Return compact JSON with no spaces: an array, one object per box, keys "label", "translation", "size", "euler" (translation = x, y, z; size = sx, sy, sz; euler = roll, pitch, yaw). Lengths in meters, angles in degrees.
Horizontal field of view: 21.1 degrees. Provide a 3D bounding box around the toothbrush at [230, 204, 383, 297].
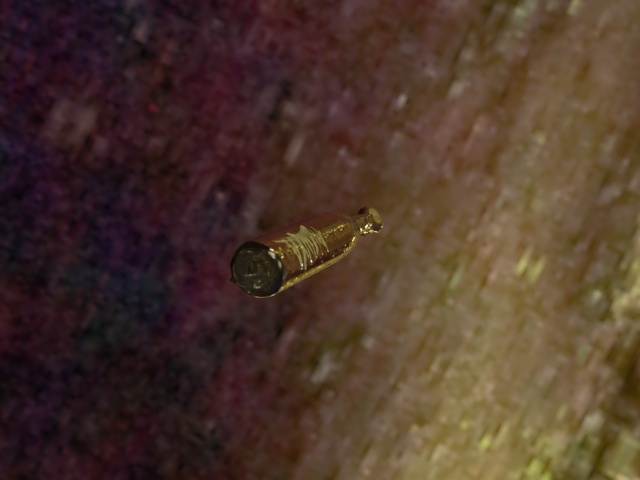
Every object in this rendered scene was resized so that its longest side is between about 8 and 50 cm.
[{"label":"toothbrush","translation":[0.001,-0.001,1.280],"size":[0.041,0.040,0.364],"euler":[-67,170,12]}]
